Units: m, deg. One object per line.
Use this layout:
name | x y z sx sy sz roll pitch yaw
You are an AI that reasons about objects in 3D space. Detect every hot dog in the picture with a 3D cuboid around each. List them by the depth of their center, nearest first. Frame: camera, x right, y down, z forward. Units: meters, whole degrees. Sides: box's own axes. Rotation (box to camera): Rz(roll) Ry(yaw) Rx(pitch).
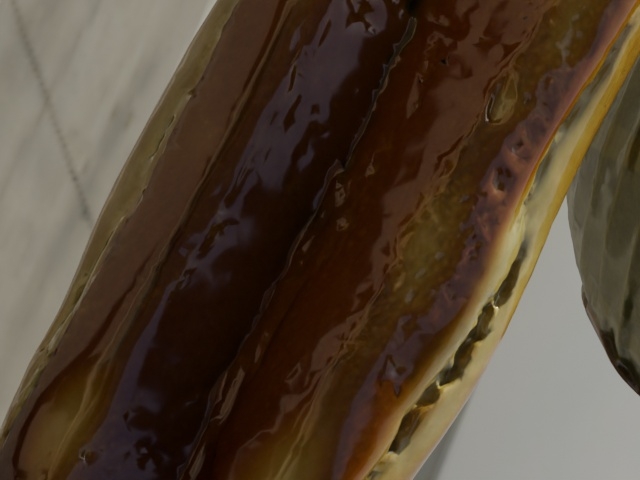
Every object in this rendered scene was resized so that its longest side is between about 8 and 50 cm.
hot dog | 0.000 0.000 0.577 0.337 0.135 0.100 -63 172 -2

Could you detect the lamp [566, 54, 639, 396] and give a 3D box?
lamp | 0.247 -0.013 0.734 0.250 0.284 0.250 -48 147 -45
